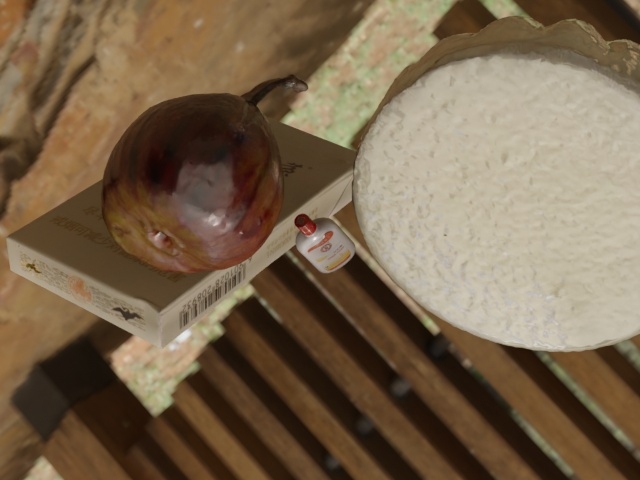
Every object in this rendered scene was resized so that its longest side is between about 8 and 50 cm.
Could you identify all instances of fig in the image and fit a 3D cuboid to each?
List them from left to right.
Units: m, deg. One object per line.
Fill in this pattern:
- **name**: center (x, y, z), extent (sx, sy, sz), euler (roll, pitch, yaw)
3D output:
- **fig**: center (-0.097, -0.065, 0.962), extent (0.202, 0.148, 0.149), euler (-66, -162, 4)

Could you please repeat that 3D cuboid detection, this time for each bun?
- **bun**: center (0.168, -0.061, 0.847), extent (0.263, 0.263, 0.175), euler (-52, -175, 40)

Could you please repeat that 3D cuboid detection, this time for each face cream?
- **face cream**: center (0.000, 0.000, 0.968), extent (0.040, 0.021, 0.083), euler (-36, 147, 6)

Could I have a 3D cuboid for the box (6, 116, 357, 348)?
- **box**: center (-0.128, -0.033, 1.221), extent (0.365, 0.205, 0.051), euler (-39, 143, -44)
